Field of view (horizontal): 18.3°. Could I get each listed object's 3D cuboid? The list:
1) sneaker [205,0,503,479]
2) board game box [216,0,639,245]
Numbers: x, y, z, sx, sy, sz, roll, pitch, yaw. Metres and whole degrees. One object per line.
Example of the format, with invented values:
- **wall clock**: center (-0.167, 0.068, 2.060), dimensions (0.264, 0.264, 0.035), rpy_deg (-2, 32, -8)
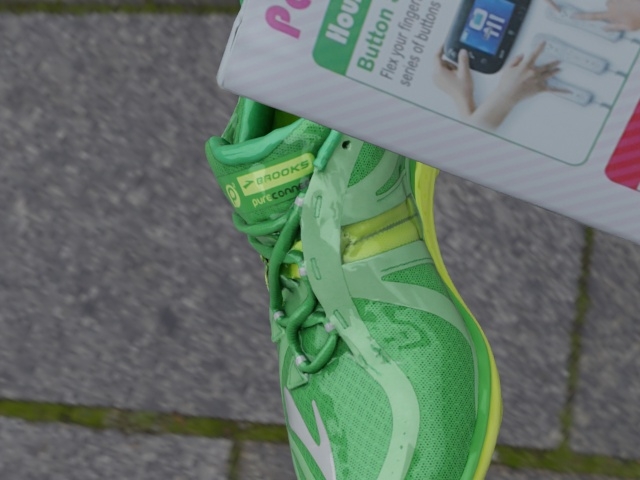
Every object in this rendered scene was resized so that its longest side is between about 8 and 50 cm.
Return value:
- **sneaker**: center (0.000, 0.000, 0.870), dimensions (0.109, 0.123, 0.295), rpy_deg (-21, 66, 36)
- **board game box**: center (0.155, -0.080, 0.377), dimensions (0.303, 0.224, 0.097), rpy_deg (21, 43, 0)
